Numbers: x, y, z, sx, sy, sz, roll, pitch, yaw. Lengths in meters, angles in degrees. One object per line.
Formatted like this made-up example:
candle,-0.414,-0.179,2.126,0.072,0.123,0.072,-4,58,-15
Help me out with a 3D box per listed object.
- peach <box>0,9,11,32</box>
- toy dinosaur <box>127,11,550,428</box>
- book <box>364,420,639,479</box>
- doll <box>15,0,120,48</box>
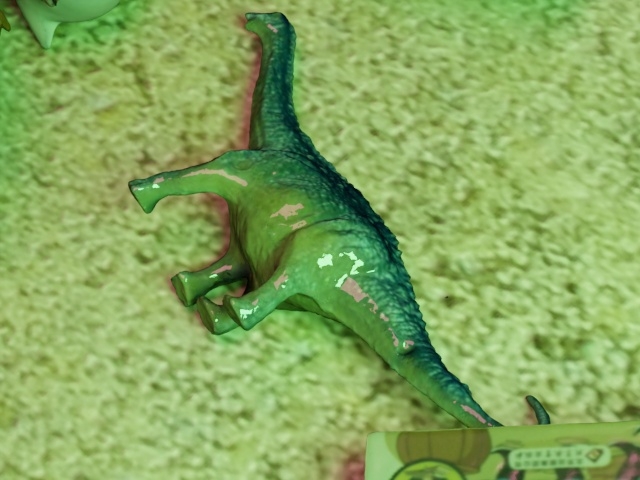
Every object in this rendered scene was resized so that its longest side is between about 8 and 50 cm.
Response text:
peach,-0.341,-0.152,1.171,0.201,0.258,0.361,-40,57,26
toy dinosaur,-0.012,0.002,1.088,0.147,0.076,0.363,-25,53,-11
book,0.114,0.210,0.893,0.202,0.027,0.264,-3,60,14
doll,-0.142,-0.221,1.233,0.107,0.110,0.181,39,71,9
